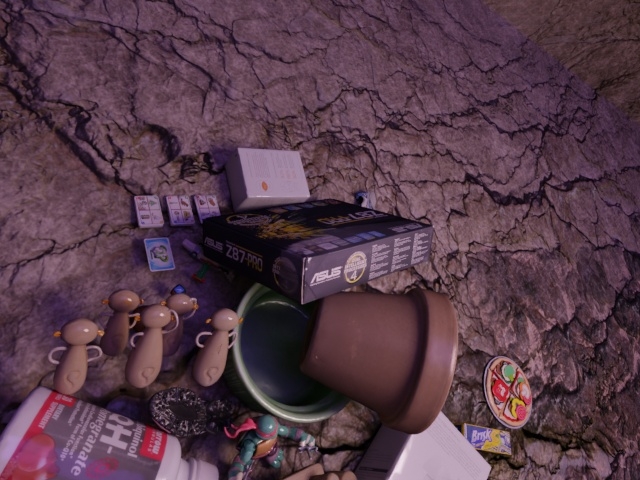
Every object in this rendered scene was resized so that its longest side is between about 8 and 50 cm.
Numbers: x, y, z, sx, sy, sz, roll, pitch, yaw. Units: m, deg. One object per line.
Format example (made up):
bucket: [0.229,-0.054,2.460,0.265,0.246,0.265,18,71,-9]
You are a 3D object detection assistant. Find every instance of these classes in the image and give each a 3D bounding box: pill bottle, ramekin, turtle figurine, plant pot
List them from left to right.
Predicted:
pill bottle: [-0.330,0.364,0.686,0.318,0.176,0.176,30,56,-18]
turtle figurine: [-0.098,0.371,0.792,0.175,0.234,0.118,-13,56,-28]
ramekin: [-0.064,0.221,0.934,0.303,0.148,0.304,13,63,-27]
plant pot: [0.089,0.193,0.819,0.229,0.263,0.263,16,60,-4]

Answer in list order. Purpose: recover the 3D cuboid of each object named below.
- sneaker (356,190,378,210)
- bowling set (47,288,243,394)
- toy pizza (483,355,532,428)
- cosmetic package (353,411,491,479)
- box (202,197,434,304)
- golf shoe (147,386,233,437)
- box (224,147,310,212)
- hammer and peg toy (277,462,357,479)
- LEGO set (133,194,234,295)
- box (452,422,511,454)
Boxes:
sneaker: [0.130,-0.079,1.258,0.058,0.052,0.135,0,62,-22]
bowling set: [-0.304,0.138,0.769,0.286,0.154,0.200,7,24,-35]
toy pizza: [0.554,0.439,1.299,0.201,0.032,0.202,13,63,-27]
cosmetic package: [0.225,0.519,0.990,0.224,0.138,0.224,49,54,-5]
box: [0.000,0.000,0.951,0.394,0.318,0.097,-12,115,-43]
golf shoe: [-0.242,0.307,0.778,0.198,0.093,0.077,47,37,-51]
box: [-0.130,-0.145,1.091,0.170,0.091,0.130,-3,72,-33]
hammer and peg toy: [-0.013,0.542,0.763,0.361,0.127,0.266,9,59,-51]
LEGO set: [-0.290,0.013,0.961,0.182,0.060,0.244,-5,61,-33]
box: [0.418,0.519,1.164,0.168,0.054,0.059,19,60,-23]
